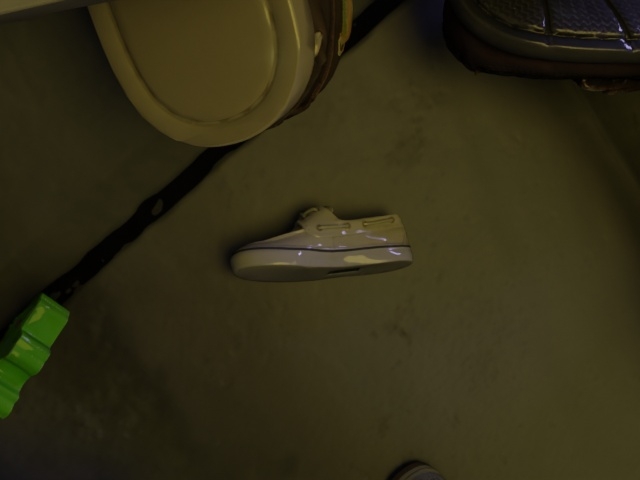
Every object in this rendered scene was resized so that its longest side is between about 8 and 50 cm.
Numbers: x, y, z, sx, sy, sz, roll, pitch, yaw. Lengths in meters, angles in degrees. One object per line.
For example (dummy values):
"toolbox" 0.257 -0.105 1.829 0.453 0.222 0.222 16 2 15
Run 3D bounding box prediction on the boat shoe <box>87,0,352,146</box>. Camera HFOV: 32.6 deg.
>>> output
"boat shoe" -0.063 -0.204 0.454 0.097 0.117 0.324 -37 113 -64

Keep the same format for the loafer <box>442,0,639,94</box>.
"loafer" 0.197 -0.126 0.598 0.303 0.095 0.109 -17 62 -21

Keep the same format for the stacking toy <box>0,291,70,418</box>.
"stacking toy" -0.237 0.071 0.450 0.167 0.052 0.221 41 79 -28

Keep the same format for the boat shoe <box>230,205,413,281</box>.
"boat shoe" 0.000 0.000 0.563 0.100 0.035 0.035 -4 74 -22

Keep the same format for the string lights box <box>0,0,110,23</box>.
"string lights box" -0.091 -0.212 0.365 0.133 0.077 0.259 -8 102 19

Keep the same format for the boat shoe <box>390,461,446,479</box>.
"boat shoe" 0.078 0.191 0.627 0.050 0.045 0.135 -33 112 -17
